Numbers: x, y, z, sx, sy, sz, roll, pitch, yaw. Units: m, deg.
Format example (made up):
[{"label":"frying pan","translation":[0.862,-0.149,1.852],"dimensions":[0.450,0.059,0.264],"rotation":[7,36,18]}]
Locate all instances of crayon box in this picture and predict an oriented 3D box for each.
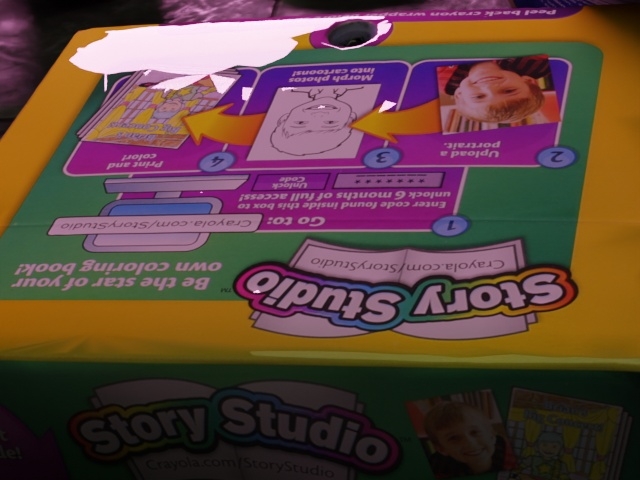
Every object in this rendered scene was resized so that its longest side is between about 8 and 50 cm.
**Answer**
[{"label":"crayon box","translation":[0.000,0.000,0.845],"dimensions":[0.363,0.106,0.313],"rotation":[0,36,16]}]

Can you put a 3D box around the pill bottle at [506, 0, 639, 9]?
[{"label":"pill bottle","translation":[0.184,-0.202,0.930],"dimensions":[0.153,0.153,0.264],"rotation":[-12,-11,-1]}]
